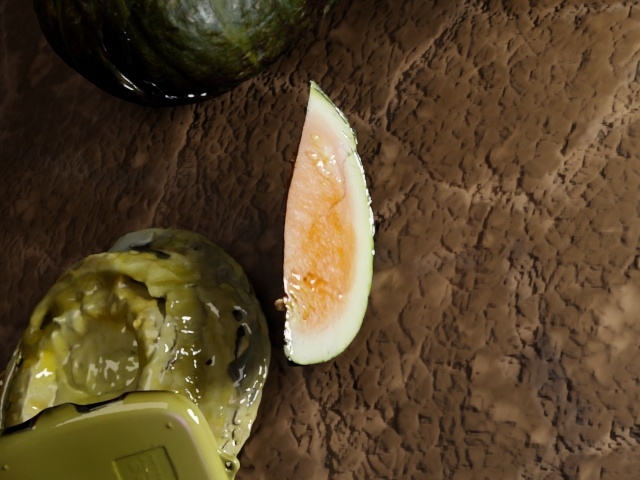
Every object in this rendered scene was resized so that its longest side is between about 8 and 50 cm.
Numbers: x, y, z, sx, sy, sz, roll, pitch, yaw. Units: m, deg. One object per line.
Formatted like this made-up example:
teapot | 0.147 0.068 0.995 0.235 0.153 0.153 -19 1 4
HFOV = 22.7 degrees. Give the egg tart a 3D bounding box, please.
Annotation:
egg tart | -0.166 0.112 1.279 0.278 0.095 0.279 -17 58 29

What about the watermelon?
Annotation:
watermelon | -0.006 0.000 1.212 0.063 0.119 0.245 -6 58 22

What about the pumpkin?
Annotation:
pumpkin | -0.121 -0.270 1.426 0.320 0.192 0.320 -21 52 29

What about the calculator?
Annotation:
calculator | -0.167 0.196 1.197 0.236 0.157 0.033 -18 9 20
